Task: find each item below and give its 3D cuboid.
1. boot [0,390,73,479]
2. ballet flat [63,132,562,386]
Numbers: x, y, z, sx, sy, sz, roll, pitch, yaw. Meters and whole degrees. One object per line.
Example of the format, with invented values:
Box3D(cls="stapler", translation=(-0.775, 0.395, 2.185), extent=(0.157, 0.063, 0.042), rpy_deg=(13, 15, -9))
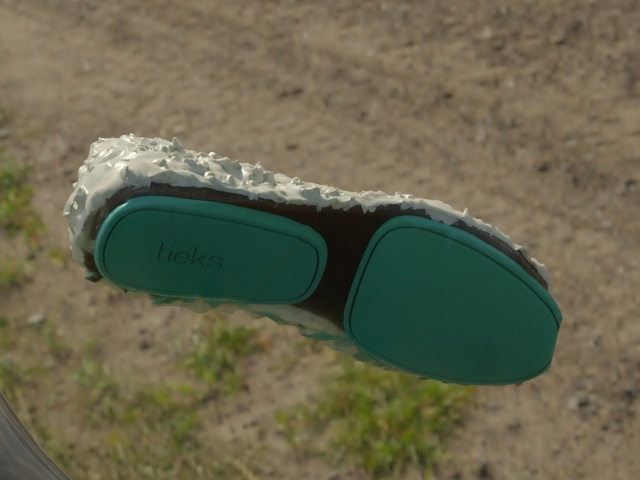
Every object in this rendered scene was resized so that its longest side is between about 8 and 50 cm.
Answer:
Box3D(cls="boot", translation=(-0.082, 0.185, 0.917), extent=(0.223, 0.118, 0.338), rpy_deg=(-12, 59, -35))
Box3D(cls="ballet flat", translation=(0.000, 0.000, 1.296), extent=(0.409, 0.147, 0.147), rpy_deg=(17, 20, -25))
